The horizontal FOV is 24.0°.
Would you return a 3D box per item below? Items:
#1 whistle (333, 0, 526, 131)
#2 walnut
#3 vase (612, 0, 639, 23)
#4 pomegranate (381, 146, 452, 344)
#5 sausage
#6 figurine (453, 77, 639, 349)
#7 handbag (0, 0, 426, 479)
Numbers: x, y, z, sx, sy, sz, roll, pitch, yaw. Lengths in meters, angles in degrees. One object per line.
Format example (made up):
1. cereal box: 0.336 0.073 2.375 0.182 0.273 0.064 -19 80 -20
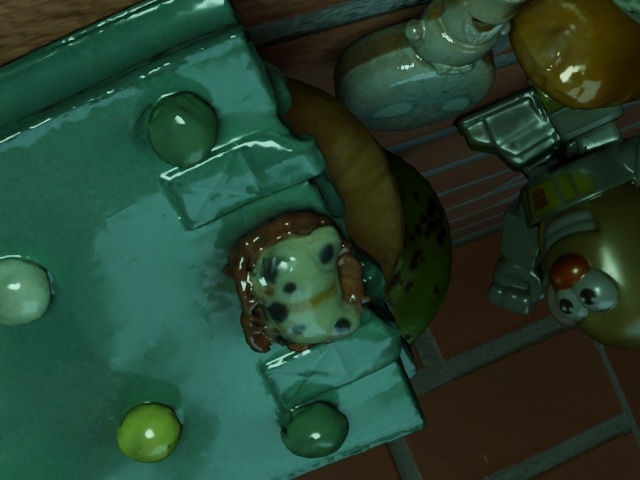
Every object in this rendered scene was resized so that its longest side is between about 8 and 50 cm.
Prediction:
1. whistle: 0.074 -0.124 0.954 0.107 0.057 0.220 -6 165 -20
2. walnut: -0.052 -0.003 0.911 0.195 0.195 0.222 -20 174 -25
3. vase: 0.265 -0.169 0.964 0.128 0.128 0.248 -27 165 39
4. pomegranate: 0.000 0.000 1.299 0.211 0.211 0.263 -22 -144 -5
5. sausage: 0.206 -0.145 1.053 0.098 0.098 0.238 -26 176 36
6. figurine: 0.272 -0.029 1.490 0.167 0.285 0.342 -23 177 -16
7. handbag: -0.109 0.041 0.739 0.274 0.268 0.100 -20 -146 6
